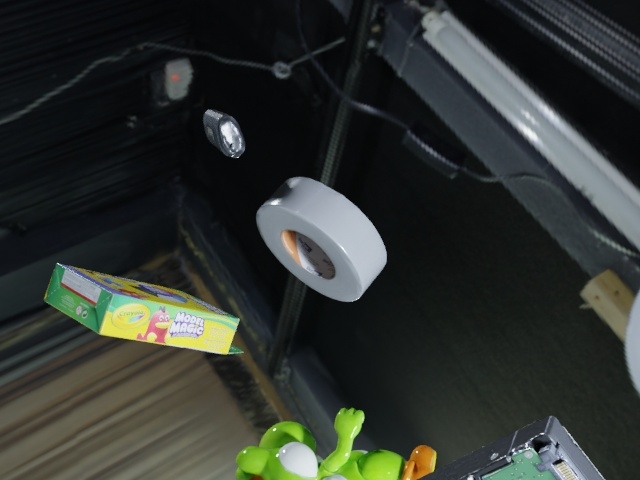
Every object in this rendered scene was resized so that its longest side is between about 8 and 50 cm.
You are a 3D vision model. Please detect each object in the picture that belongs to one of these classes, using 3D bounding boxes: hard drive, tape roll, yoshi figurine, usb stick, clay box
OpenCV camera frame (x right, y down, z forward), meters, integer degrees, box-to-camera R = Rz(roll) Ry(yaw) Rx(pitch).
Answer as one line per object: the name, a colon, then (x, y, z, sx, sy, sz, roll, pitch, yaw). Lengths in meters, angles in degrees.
hard drive: (0.185, 0.362, 0.900, 0.339, 0.064, 0.237, -38, -89, 32)
tape roll: (0.000, 0.000, 1.334, 0.219, 0.072, 0.219, 32, -27, 19)
yoshi figurine: (0.027, 0.422, 1.535, 0.203, 0.363, 0.203, 83, 15, -73)
usb stick: (-0.182, -0.201, 1.497, 0.278, 0.045, 0.077, -138, -153, -73)
clay box: (-0.201, 0.086, 0.980, 0.127, 0.222, 0.053, 19, -89, 41)
